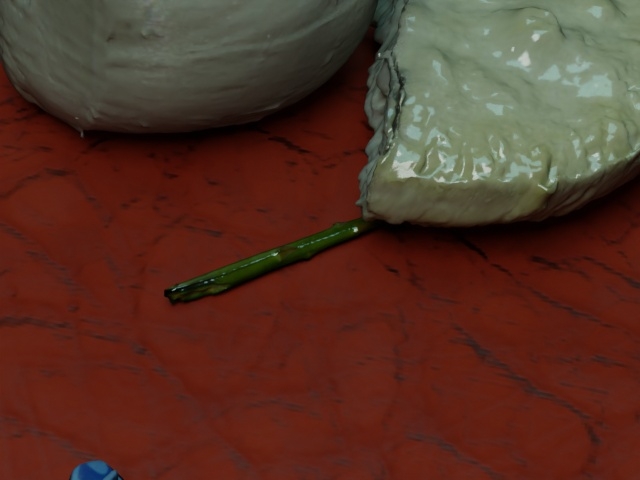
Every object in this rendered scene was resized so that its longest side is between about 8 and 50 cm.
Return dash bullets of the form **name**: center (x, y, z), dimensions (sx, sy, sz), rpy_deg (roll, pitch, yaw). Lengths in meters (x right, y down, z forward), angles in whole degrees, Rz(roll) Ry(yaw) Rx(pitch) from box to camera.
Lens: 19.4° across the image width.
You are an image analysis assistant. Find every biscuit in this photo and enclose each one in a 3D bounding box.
- **biscuit**: center (0.113, -0.114, 0.957), dimensions (0.179, 0.084, 0.281), rpy_deg (6, 45, 1)

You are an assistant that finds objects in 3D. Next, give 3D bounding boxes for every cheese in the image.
- **cheese**: center (-0.062, -0.140, 0.916), dimensions (0.189, 0.198, 0.154), rpy_deg (-8, 51, -20)

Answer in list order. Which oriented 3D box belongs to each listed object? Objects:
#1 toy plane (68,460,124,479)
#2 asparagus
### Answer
- **toy plane**: center (-0.118, 0.191, 0.706), dimensions (0.169, 0.078, 0.246), rpy_deg (26, 61, 20)
- **asparagus**: center (0.000, 0.000, 0.910), dimensions (0.166, 0.013, 0.016), rpy_deg (-20, 12, -18)
